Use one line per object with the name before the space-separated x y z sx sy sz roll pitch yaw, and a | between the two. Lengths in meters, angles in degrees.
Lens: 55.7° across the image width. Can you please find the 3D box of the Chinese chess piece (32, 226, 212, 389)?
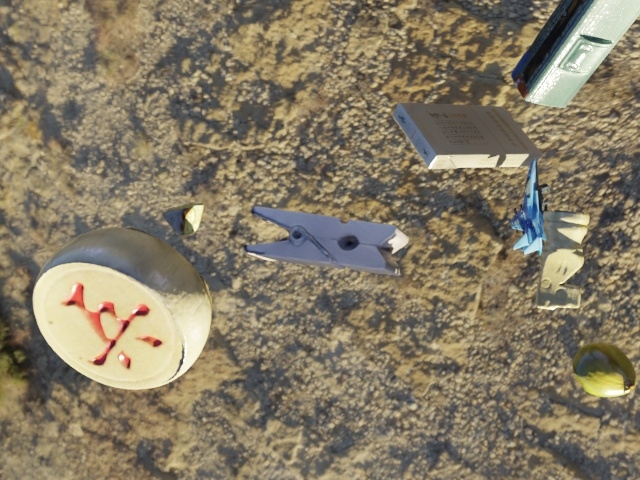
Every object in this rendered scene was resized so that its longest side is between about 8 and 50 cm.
Chinese chess piece | -0.281 0.099 0.870 0.250 0.103 0.249 7 124 11

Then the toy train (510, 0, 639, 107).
toy train | 0.406 -0.353 0.810 0.409 0.086 0.089 118 151 -50

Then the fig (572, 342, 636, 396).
fig | 0.730 0.332 1.562 0.153 0.121 0.135 10 110 15

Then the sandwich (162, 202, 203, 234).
sandwich | -0.198 -0.030 0.887 0.083 0.031 0.043 -6 103 49

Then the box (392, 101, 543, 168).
box | 0.381 -0.271 1.560 0.204 0.366 0.051 64 144 32

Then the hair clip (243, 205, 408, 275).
hair clip | 0.003 0.002 1.148 0.331 0.085 0.101 7 75 32

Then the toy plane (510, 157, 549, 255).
toy plane | 0.512 -0.075 1.441 0.169 0.078 0.246 -142 49 -63

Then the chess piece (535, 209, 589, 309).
chess piece | 0.487 0.041 1.227 0.090 0.090 0.200 7 92 35
